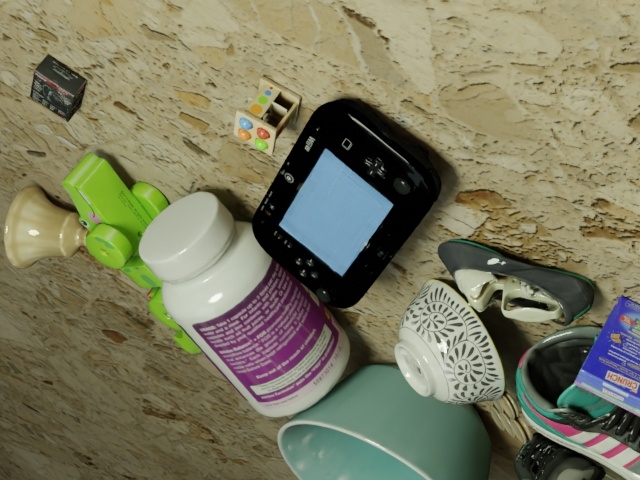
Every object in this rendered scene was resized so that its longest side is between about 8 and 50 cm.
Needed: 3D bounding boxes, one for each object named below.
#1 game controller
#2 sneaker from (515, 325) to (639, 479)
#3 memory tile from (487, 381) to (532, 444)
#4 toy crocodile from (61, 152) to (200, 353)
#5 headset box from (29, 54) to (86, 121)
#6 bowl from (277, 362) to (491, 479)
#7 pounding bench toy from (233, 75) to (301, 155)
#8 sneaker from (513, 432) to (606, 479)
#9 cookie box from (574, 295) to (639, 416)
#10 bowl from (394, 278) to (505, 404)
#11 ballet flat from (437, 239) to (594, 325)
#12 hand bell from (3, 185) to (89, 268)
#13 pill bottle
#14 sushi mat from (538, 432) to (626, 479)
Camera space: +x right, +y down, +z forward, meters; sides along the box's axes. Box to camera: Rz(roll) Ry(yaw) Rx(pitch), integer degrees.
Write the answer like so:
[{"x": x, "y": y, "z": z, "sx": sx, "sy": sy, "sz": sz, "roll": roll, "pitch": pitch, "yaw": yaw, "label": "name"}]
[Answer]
[{"x": 0.023, "y": -0.037, "z": 1.767, "sx": 0.166, "sy": 0.067, "sz": 0.319, "roll": 33, "pitch": 144, "yaw": -1, "label": "game controller"}, {"x": 0.348, "y": 0.188, "z": 1.762, "sx": 0.295, "sy": 0.124, "sz": 0.178, "roll": 18, "pitch": 158, "yaw": 31, "label": "sneaker"}, {"x": 0.216, "y": 0.181, "z": 1.914, "sx": 0.148, "sy": 0.012, "sz": 0.113, "roll": 65, "pitch": 170, "yaw": -11, "label": "memory tile"}, {"x": -0.240, "y": 0.022, "z": 2.127, "sx": 0.105, "sy": 0.115, "sz": 0.340, "roll": -6, "pitch": 133, "yaw": 46, "label": "toy crocodile"}, {"x": -0.338, "y": -0.198, "z": 1.974, "sx": 0.062, "sy": 0.032, "sz": 0.083, "roll": 33, "pitch": 152, "yaw": 0, "label": "headset box"}, {"x": 0.112, "y": 0.286, "z": 2.123, "sx": 0.311, "sy": 0.163, "sz": 0.311, "roll": 26, "pitch": 152, "yaw": 15, "label": "bowl"}, {"x": -0.064, "y": -0.131, "z": 1.744, "sx": 0.052, "sy": 0.065, "sz": 0.083, "roll": 30, "pitch": 153, "yaw": 8, "label": "pounding bench toy"}, {"x": 0.288, "y": 0.300, "z": 1.937, "sx": 0.106, "sy": 0.101, "sz": 0.267, "roll": 45, "pitch": 174, "yaw": 13, "label": "sneaker"}, {"x": 0.342, "y": 0.128, "z": 1.673, "sx": 0.092, "sy": 0.107, "sz": 0.040, "roll": 27, "pitch": 152, "yaw": 14, "label": "cookie box"}, {"x": 0.143, "y": 0.140, "z": 1.871, "sx": 0.170, "sy": 0.080, "sz": 0.170, "roll": 50, "pitch": 158, "yaw": 29, "label": "bowl"}, {"x": 0.210, "y": 0.052, "z": 1.739, "sx": 0.203, "sy": 0.074, "sz": 0.074, "roll": 17, "pitch": 148, "yaw": 31, "label": "ballet flat"}, {"x": -0.325, "y": -0.003, "z": 2.235, "sx": 0.242, "sy": 0.126, "sz": 0.126, "roll": 8, "pitch": 146, "yaw": 18, "label": "hand bell"}, {"x": -0.103, "y": 0.081, "z": 2.022, "sx": 0.169, "sy": 0.169, "sz": 0.301, "roll": 2, "pitch": 140, "yaw": 46, "label": "pill bottle"}, {"x": 0.422, "y": 0.335, "z": 2.022, "sx": 0.316, "sy": 0.019, "sz": 0.151, "roll": 29, "pitch": 151, "yaw": 10, "label": "sushi mat"}]
